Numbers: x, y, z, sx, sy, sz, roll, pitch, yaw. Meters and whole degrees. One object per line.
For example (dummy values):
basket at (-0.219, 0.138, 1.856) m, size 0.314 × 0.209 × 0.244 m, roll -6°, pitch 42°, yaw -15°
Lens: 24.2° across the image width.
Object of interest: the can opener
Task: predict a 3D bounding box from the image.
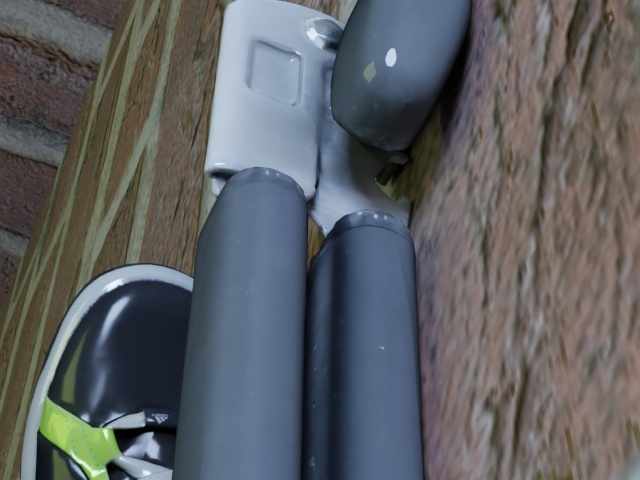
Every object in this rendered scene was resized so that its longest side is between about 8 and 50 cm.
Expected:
can opener at (0.000, 0.000, 0.454) m, size 0.280 × 0.074 × 0.093 m, roll -85°, pitch 20°, yaw -45°

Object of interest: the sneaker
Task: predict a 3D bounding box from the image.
sneaker at (-0.038, 0.117, 0.431) m, size 0.097 × 0.084 × 0.235 m, roll 152°, pitch 121°, yaw -61°
